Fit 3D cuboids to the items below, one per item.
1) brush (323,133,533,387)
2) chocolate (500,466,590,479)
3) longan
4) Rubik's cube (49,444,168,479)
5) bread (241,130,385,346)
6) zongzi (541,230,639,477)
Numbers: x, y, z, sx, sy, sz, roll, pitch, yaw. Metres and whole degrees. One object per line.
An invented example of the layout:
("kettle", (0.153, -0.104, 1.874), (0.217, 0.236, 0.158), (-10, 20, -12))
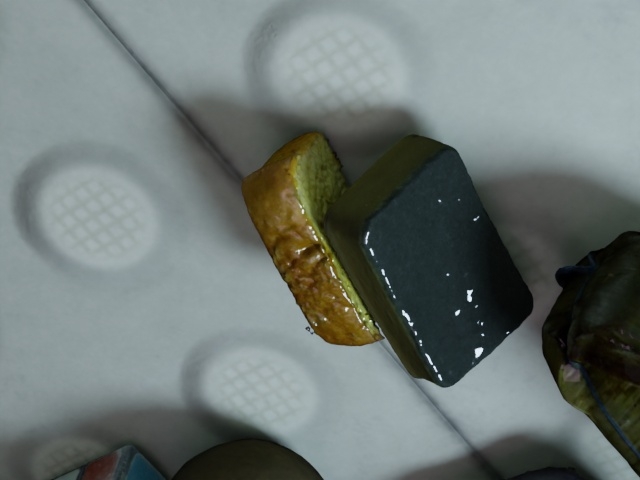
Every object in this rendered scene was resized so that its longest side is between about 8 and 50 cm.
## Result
("brush", (0.094, 0.020, 1.207), (0.059, 0.123, 0.197), (21, 148, 55))
("chocolate", (0.242, 0.386, 1.376), (0.303, 0.303, 0.213), (-24, 149, 25))
("longan", (-0.065, 0.277, 1.406), (0.187, 0.167, 0.167), (33, 125, -14))
("Rubik's cube", (-0.237, 0.409, 1.471), (0.256, 0.259, 0.253), (-28, 114, 26))
("bread", (0.000, 0.000, 1.226), (0.065, 0.103, 0.187), (-18, 120, 24))
("zongzi", (0.340, 0.197, 1.282), (0.403, 0.208, 0.432), (27, 150, 3))
